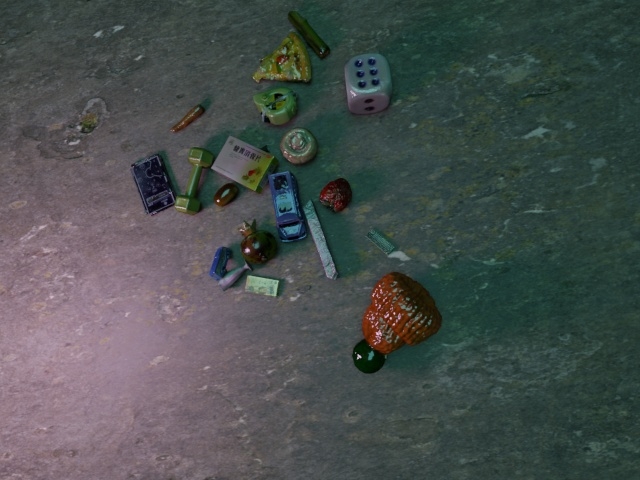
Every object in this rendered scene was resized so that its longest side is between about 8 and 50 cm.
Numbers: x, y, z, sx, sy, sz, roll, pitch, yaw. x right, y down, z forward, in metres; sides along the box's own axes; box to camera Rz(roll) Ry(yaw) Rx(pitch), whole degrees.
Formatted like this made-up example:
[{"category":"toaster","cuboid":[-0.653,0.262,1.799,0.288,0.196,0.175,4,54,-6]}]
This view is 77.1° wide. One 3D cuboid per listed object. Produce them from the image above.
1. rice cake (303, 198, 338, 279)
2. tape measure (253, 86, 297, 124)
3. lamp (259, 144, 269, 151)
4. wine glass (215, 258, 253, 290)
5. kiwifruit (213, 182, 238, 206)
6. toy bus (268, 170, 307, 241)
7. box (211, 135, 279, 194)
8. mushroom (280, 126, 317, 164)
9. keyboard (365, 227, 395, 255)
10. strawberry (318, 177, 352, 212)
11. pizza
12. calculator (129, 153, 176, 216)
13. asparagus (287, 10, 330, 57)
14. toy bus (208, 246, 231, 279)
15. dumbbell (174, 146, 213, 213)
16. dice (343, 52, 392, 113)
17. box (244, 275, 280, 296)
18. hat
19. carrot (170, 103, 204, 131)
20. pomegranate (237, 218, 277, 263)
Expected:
[{"category":"rice cake","cuboid":[0.000,0.000,1.725,0.056,0.073,0.364,-21,80,5]},{"category":"tape measure","cuboid":[-0.193,-0.606,1.819,0.200,0.106,0.175,-14,67,2]},{"category":"lamp","cuboid":[-0.253,-0.372,1.828,0.054,0.041,0.121,-18,77,12]},{"category":"wine glass","cuboid":[-0.375,0.148,1.745,0.155,0.073,0.073,-35,80,1]},{"category":"kiwifruit","cuboid":[-0.426,-0.205,1.804,0.124,0.075,0.075,-43,80,3]},{"category":"toy bus","cuboid":[-0.144,-0.143,1.730,0.126,0.133,0.291,-12,81,4]},{"category":"box","cuboid":[-0.338,-0.339,1.795,0.261,0.062,0.175,28,88,20]},{"category":"mushroom","cuboid":[-0.098,-0.417,1.769,0.167,0.127,0.166,-1,84,13]},{"category":"keyboard","cuboid":[0.256,0.006,1.723,0.129,0.015,0.049,42,88,10]},{"category":"strawberry","cuboid":[0.071,-0.197,1.721,0.131,0.131,0.148,39,96,10]},{"category":"pizza","cuboid":[-0.186,-0.808,1.861,0.288,0.075,0.279,-25,79,2]},{"category":"calculator","cuboid":[-0.779,-0.260,1.872,0.166,0.028,0.273,-25,80,3]},{"category":"asparagus","cuboid":[-0.055,-0.967,1.879,0.067,0.060,0.277,-39,79,20]},{"category":"toy bus","cuboid":[-0.432,0.096,1.734,0.051,0.061,0.152,-18,47,32]},{"category":"dumbbell","cuboid":[-0.569,-0.268,1.808,0.122,0.108,0.301,13,83,10]},{"category":"dice","cuboid":[0.204,-0.674,1.739,0.194,0.192,0.193,-5,82,4]},{"category":"box","cuboid":[-0.253,0.199,1.751,0.149,0.020,0.073,8,82,7]},{"category":"hat","cuboid":[0.269,0.332,1.602,0.285,0.285,0.400,45,116,10]},{"category":"carrot","cuboid":[-0.628,-0.571,1.895,0.191,0.047,0.047,-39,80,4]},{"category":"pomegranate","cuboid":[-0.278,0.003,1.719,0.156,0.156,0.220,-33,77,1]}]
